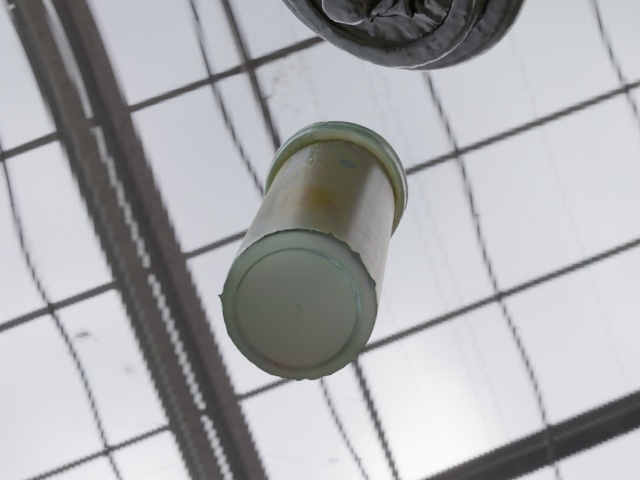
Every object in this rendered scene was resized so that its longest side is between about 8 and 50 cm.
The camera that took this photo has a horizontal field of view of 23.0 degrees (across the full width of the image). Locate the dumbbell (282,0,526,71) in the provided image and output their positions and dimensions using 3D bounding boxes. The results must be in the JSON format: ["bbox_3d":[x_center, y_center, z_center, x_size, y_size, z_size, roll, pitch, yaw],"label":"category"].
[{"bbox_3d":[0.073,-0.230,1.047,0.192,0.192,0.290,52,-134,-18],"label":"dumbbell"}]

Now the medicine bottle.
[{"bbox_3d":[0.000,0.000,0.702,0.074,0.218,0.074,1,-76,4],"label":"medicine bottle"}]
